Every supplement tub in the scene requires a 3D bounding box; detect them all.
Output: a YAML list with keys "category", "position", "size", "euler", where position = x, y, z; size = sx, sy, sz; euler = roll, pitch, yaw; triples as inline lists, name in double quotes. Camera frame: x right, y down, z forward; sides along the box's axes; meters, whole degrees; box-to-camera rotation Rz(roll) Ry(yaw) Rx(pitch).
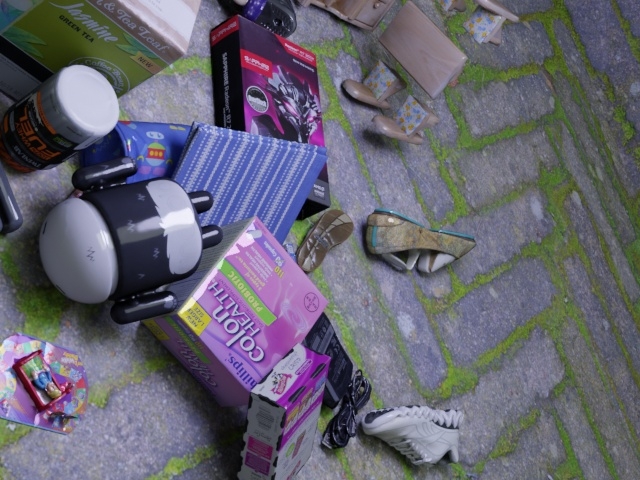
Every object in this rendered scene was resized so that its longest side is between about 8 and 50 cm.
- category: "supplement tub"
  position: [-0.406, -0.180, 1.555]
  size: [0.117, 0.190, 0.117]
  euler: [27, 52, -39]

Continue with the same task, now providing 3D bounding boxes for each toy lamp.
- category: "toy lamp"
  position: [-0.237, -0.530, 2.011]
  size: [0.275, 0.080, 0.080]
  euler: [32, 48, -22]

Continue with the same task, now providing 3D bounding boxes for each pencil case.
- category: "pencil case"
  position: [-0.267, -0.140, 1.759]
  size: [0.306, 0.119, 0.133]
  euler: [-3, 76, -51]

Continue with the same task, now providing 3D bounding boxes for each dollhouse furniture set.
- category: "dollhouse furniture set"
  position: [0.156, -0.486, 2.277]
  size: [0.256, 0.362, 0.394]
  euler: [9, 37, -49]

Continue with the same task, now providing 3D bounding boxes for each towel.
- category: "towel"
  position: [-0.147, -0.084, 1.821]
  size: [0.336, 0.243, 0.040]
  euler: [5, 28, -49]

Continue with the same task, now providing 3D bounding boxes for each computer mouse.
- category: "computer mouse"
  position: [-0.003, 0.244, 1.924]
  size: [0.272, 0.072, 0.188]
  euler: [64, 33, -23]

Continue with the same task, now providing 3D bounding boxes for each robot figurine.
- category: "robot figurine"
  position: [-0.296, -0.003, 1.582]
  size: [0.278, 0.173, 0.209]
  euler: [-17, 53, -34]

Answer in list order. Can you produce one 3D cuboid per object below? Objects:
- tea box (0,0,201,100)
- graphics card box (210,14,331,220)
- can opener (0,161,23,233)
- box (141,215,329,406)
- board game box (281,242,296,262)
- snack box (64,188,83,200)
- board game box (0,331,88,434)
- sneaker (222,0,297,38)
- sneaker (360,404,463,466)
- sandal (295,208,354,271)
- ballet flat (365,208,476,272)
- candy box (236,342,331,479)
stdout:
- category: "tea box"
  position: [-0.404, -0.389, 1.560]
  size: [0.329, 0.323, 0.220]
  euler: [35, 47, -33]
- category: "graphics card box"
  position: [-0.101, -0.244, 2.037]
  size: [0.233, 0.094, 0.371]
  euler: [20, 58, -44]
- category: "can opener"
  position: [-0.505, -0.149, 1.498]
  size: [0.076, 0.095, 0.283]
  euler: [-19, 86, -52]
- category: "box"
  position: [-0.140, 0.121, 1.735]
  size: [0.213, 0.117, 0.243]
  euler: [51, 54, -20]
- category: "board game box"
  position: [-0.080, 0.061, 1.901]
  size: [0.020, 0.090, 0.090]
  euler: [6, 67, -51]
- category: "snack box"
  position: [-0.349, -0.009, 1.671]
  size: [0.178, 0.022, 0.064]
  euler: [50, 42, -21]
- category: "board game box"
  position: [-0.400, 0.205, 1.488]
  size: [0.169, 0.033, 0.133]
  euler: [27, 52, -40]
- category: "sneaker"
  position: [-0.141, -0.514, 2.148]
  size: [0.227, 0.087, 0.130]
  euler: [38, 15, -5]
- category: "sneaker"
  position: [0.193, 0.394, 2.051]
  size: [0.292, 0.110, 0.118]
  euler: [16, 69, -45]
- category: "sandal"
  position: [0.000, 0.000, 2.072]
  size: [0.072, 0.049, 0.180]
  euler: [50, 55, -12]
- category: "ballet flat"
  position: [0.223, 0.015, 2.289]
  size: [0.348, 0.123, 0.123]
  euler: [14, 60, -47]
- category: "candy box"
  position: [-0.064, 0.308, 1.694]
  size: [0.159, 0.071, 0.233]
  euler: [-42, 148, -52]
